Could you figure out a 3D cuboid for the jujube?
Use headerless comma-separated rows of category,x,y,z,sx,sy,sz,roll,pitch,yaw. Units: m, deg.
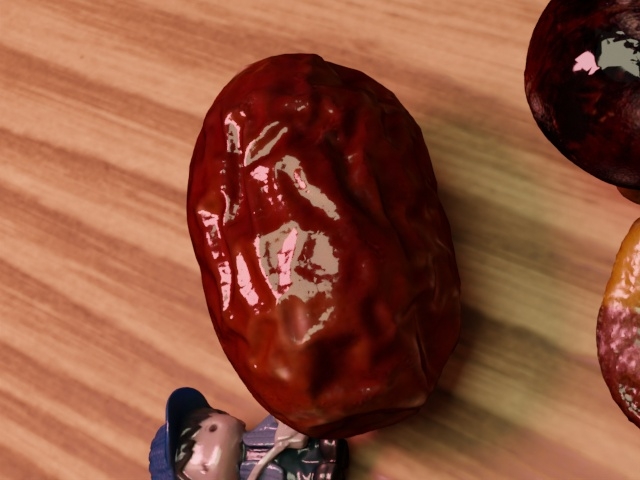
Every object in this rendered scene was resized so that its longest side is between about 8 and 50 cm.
jujube,0.000,0.000,0.912,0.174,0.174,0.251,-19,66,23

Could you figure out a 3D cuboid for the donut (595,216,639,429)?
donut,0.247,0.052,0.781,0.184,0.073,0.166,8,93,39

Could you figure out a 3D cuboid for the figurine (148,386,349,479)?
figurine,-0.048,0.145,0.953,0.136,0.079,0.077,6,68,9

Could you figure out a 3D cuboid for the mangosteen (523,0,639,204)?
mangosteen,0.192,-0.093,0.864,0.152,0.152,0.153,-13,63,27
